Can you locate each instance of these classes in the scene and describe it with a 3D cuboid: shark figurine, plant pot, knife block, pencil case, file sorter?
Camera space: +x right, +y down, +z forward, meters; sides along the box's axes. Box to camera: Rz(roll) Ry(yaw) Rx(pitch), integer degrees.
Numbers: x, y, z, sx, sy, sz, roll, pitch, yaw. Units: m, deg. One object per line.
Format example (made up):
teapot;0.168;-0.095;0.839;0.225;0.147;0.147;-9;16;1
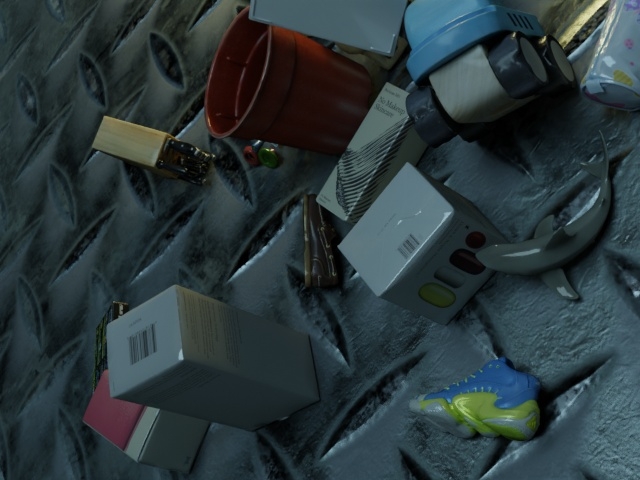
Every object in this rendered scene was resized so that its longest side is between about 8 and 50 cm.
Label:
shark figurine;0.395;-0.027;1.472;0.278;0.116;0.166;-44;62;2
plant pot;-0.058;-0.302;1.881;0.272;0.265;0.272;-31;51;50
knife block;-0.394;-0.216;2.208;0.088;0.276;0.242;-69;15;-6
pencil case;0.512;-0.349;1.509;0.113;0.124;0.273;11;81;44
file sorter;0.033;-0.493;1.708;0.173;0.278;0.193;-70;-6;-52

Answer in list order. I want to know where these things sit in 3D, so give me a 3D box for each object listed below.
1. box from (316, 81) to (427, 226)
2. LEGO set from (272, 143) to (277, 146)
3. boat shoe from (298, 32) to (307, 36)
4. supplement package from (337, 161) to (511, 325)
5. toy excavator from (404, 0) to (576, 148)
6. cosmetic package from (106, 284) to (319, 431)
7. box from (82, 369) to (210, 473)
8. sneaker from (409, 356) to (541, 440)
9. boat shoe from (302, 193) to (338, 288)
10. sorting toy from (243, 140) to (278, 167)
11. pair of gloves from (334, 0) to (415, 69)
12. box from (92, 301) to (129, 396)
box;0.115;-0.159;1.809;0.113;0.094;0.275;35;97;45
LEGO set;-0.080;-0.311;2.108;0.244;0.060;0.182;42;113;46
boat shoe;-0.033;-0.492;2.129;0.137;0.049;0.043;-15;60;43
supplement package;0.183;0.011;1.594;0.194;0.203;0.149;-50;47;15
toy excavator;0.268;-0.421;1.670;0.222;0.433;0.445;-27;83;32
cosmetic package;-0.194;0.232;1.727;0.197;0.365;0.155;-29;56;28
box;-0.373;0.384;1.978;0.232;0.149;0.126;18;84;45
sneaker;0.261;0.255;1.516;0.240;0.091;0.126;1;54;43
boat shoe;0.000;0.000;1.871;0.073;0.073;0.207;-4;67;1
sorting toy;-0.130;-0.200;2.091;0.102;0.061;0.042;9;44;37
pair of gloves;0.113;-0.483;1.862;0.240;0.204;0.042;-60;23;26
box;-0.491;0.264;2.168;0.184;0.045;0.190;131;141;-54
